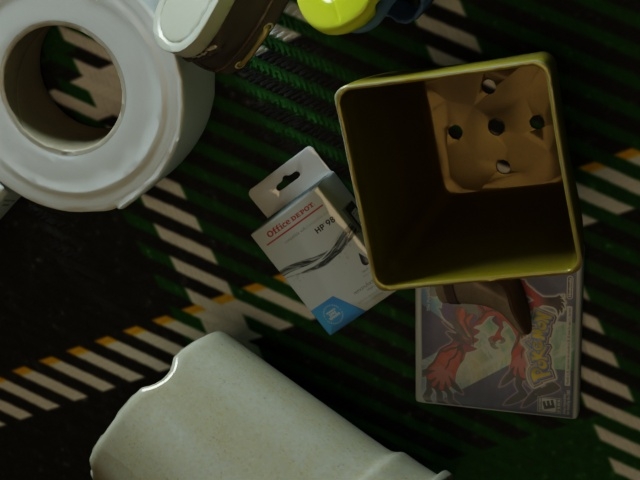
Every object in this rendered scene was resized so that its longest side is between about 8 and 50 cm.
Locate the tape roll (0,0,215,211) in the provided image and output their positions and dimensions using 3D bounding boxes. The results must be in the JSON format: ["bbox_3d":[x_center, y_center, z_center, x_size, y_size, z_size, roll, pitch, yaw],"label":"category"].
[{"bbox_3d":[-0.262,-0.176,1.897,0.286,0.100,0.286,6,111,15],"label":"tape roll"}]

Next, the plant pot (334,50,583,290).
[{"bbox_3d":[0.158,-0.090,1.743,0.212,0.187,0.212,-6,108,20],"label":"plant pot"}]

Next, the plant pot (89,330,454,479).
[{"bbox_3d":[-0.076,0.279,1.912,0.305,0.334,0.334,42,117,12],"label":"plant pot"}]

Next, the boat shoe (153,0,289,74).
[{"bbox_3d":[-0.044,-0.315,1.766,0.324,0.096,0.116,-56,46,9],"label":"boat shoe"}]

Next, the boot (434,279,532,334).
[{"bbox_3d":[0.168,0.054,1.854,0.087,0.042,0.118,-15,103,29],"label":"boot"}]

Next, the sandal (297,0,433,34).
[{"bbox_3d":[0.092,-0.339,1.713,0.126,0.138,0.317,35,100,33],"label":"sandal"}]

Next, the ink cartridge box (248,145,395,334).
[{"bbox_3d":[0.000,0.000,1.898,0.104,0.060,0.180,-36,96,26],"label":"ink cartridge box"}]

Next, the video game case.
[{"bbox_3d":[0.193,0.092,1.891,0.183,0.023,0.201,5,111,17],"label":"video game case"}]

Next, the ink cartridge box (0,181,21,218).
[{"bbox_3d":[-0.507,-0.017,1.972,0.198,0.115,0.273,41,90,0],"label":"ink cartridge box"}]
